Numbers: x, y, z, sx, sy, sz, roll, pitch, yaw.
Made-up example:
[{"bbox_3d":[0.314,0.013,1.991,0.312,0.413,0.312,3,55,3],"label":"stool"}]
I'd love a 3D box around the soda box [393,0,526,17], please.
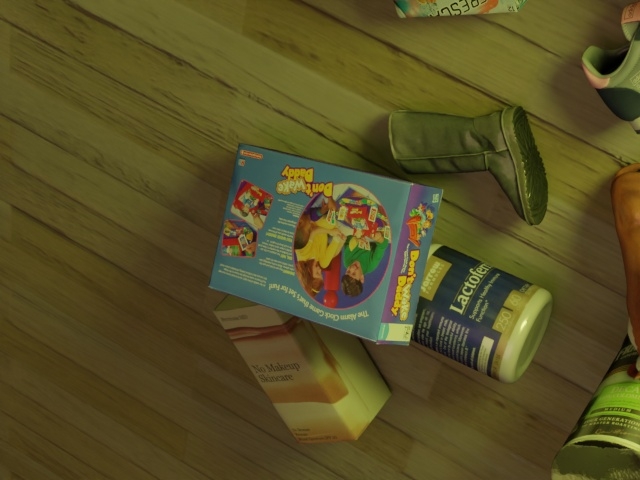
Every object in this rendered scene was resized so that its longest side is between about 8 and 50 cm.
[{"bbox_3d":[0.182,-0.329,1.868,0.183,0.063,0.058,3,127,37],"label":"soda box"}]

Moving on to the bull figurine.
[{"bbox_3d":[0.465,0.045,1.884,0.188,0.101,0.310,-15,89,41],"label":"bull figurine"}]

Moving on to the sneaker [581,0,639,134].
[{"bbox_3d":[0.428,-0.249,1.709,0.131,0.112,0.319,40,139,-3],"label":"sneaker"}]

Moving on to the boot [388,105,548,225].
[{"bbox_3d":[0.206,-0.105,2.042,0.209,0.076,0.189,-6,107,33],"label":"boot"}]

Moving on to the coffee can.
[{"bbox_3d":[0.466,0.262,2.008,0.202,0.275,0.201,21,136,22],"label":"coffee can"}]

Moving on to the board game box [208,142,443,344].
[{"bbox_3d":[0.000,0.000,2.156,0.347,0.078,0.233,16,96,40],"label":"board game box"}]

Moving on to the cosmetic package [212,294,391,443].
[{"bbox_3d":[-0.029,0.191,2.448,0.153,0.129,0.296,-12,117,45],"label":"cosmetic package"}]

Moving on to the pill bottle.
[{"bbox_3d":[0.199,0.096,2.165,0.265,0.153,0.153,24,137,19],"label":"pill bottle"}]
